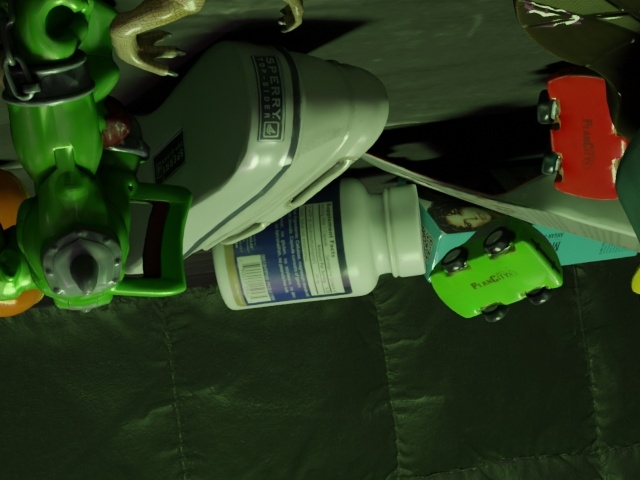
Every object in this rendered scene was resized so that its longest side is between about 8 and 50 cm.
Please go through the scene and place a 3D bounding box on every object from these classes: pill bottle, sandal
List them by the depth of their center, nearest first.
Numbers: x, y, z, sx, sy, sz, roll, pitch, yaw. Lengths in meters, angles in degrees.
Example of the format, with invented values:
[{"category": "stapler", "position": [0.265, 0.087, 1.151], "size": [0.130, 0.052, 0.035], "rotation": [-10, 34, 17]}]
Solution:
[{"category": "sandal", "position": [0.150, -0.098, 0.556], "size": [0.090, 0.060, 0.219], "rotation": [-18, 157, 34]}, {"category": "pill bottle", "position": [0.000, 0.000, 1.148], "size": [0.186, 0.112, 0.112], "rotation": [-7, 176, 6]}]

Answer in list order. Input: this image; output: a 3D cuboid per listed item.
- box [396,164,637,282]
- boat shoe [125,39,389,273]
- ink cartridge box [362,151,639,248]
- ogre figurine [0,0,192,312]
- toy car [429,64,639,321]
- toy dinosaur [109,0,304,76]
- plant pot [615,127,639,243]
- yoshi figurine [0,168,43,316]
[{"category": "box", "position": [0.200, -0.024, 1.249], "size": [0.244, 0.060, 0.100], "rotation": [-7, -141, -23]}, {"category": "boat shoe", "position": [-0.053, -0.043, 0.682], "size": [0.088, 0.096, 0.267], "rotation": [-1, 165, -26]}, {"category": "ink cartridge box", "position": [0.233, -0.047, 1.026], "size": [0.385, 0.091, 0.308], "rotation": [18, -178, 13]}, {"category": "ogre figurine", "position": [-0.104, -0.031, 0.512], "size": [0.096, 0.118, 0.197], "rotation": [-5, 175, -30]}, {"category": "toy car", "position": [0.171, -0.006, 0.855], "size": [0.225, 0.239, 0.053], "rotation": [-24, -154, 42]}, {"category": "toy dinosaur", "position": [-0.040, -0.094, 0.366], "size": [0.183, 0.053, 0.092], "rotation": [-14, 163, -23]}, {"category": "plant pot", "position": [0.309, 0.051, 0.495], "size": [0.341, 0.334, 0.341], "rotation": [-23, 161, -8]}, {"category": "yoshi figurine", "position": [-0.371, 0.023, 0.766], "size": [0.203, 0.204, 0.362], "rotation": [36, -141, 30]}]
